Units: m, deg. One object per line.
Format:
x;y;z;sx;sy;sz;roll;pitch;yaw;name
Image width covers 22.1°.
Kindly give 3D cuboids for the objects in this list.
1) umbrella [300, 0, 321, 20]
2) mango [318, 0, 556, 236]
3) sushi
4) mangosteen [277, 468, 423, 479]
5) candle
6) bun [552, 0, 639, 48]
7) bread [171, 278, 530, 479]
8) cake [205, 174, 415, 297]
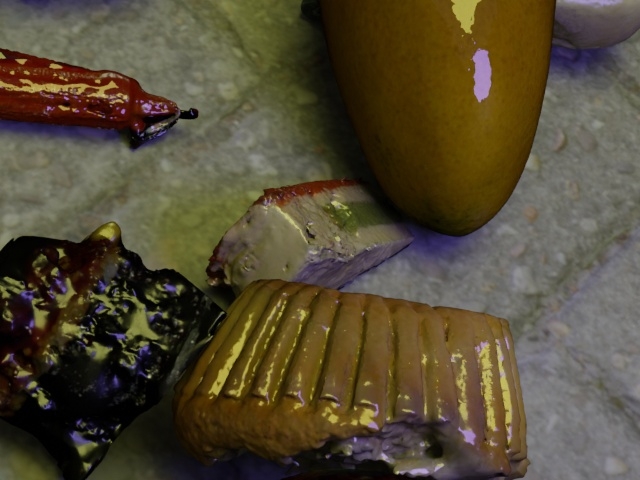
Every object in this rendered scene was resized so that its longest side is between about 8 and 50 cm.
0.039;-0.306;1.666;0.066;0.059;0.236;52;46;-33;umbrella
0.109;-0.192;1.491;0.221;0.264;0.378;-2;74;-2;mango
-0.191;0.068;1.236;0.150;0.153;0.172;40;86;-12;sushi
0.011;0.303;1.108;0.306;0.359;0.306;0;91;-20;mangosteen
-0.253;-0.135;1.423;0.301;0.059;0.084;8;63;-18;candle
0.245;-0.270;1.683;0.193;0.128;0.178;-3;57;-10;bun
0.022;0.111;1.231;0.274;0.274;0.149;7;83;-17;bread
-0.014;0.013;1.426;0.086;0.117;0.220;49;20;12;cake
